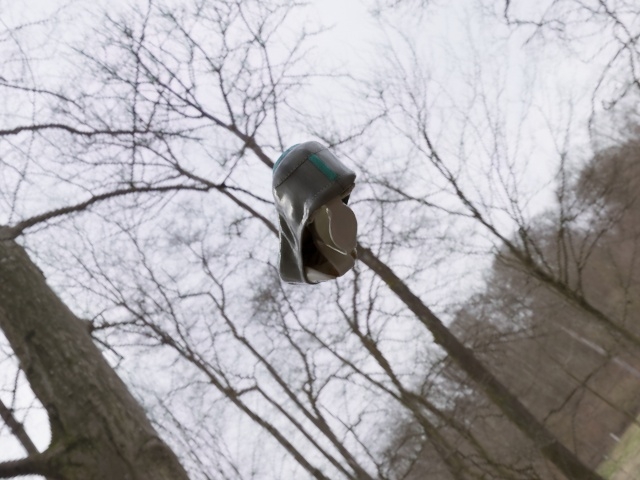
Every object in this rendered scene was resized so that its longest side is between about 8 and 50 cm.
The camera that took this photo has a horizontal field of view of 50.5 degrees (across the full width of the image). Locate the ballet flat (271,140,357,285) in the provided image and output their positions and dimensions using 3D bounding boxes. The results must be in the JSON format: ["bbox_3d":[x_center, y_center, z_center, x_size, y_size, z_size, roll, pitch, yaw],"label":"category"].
[{"bbox_3d":[0.000,0.000,0.577,0.072,0.068,0.213,-44,-22,-19],"label":"ballet flat"}]
